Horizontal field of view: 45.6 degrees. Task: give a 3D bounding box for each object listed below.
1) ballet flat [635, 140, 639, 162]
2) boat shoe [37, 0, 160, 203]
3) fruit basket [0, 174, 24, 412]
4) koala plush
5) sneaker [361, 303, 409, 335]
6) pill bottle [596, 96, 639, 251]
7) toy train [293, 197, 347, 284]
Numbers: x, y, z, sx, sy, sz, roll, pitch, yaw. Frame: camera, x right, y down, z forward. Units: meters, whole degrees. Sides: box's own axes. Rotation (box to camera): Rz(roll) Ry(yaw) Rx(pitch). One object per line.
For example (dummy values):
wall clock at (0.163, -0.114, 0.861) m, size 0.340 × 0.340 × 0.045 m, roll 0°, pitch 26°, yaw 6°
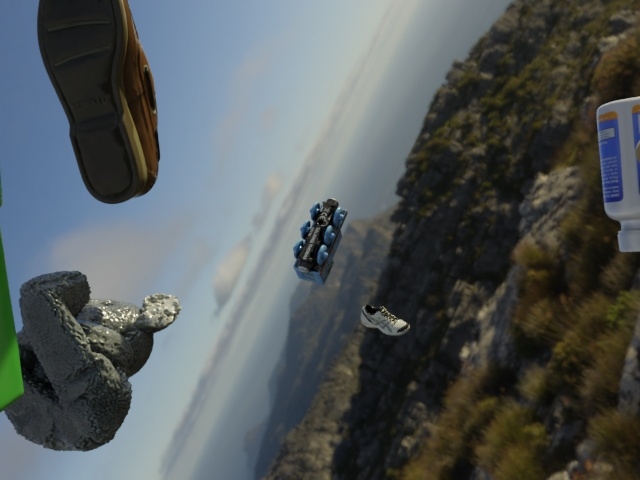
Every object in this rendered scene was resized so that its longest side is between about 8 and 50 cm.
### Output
ballet flat at (0.504, -0.162, 0.949) m, size 0.073 × 0.232 × 0.080 m, roll 68°, pitch 178°, yaw -55°
boat shoe at (-0.267, -0.203, 0.947) m, size 0.104 × 0.111 × 0.307 m, roll -50°, pitch -41°, yaw -70°
fruit basket at (-0.361, -0.003, 0.395) m, size 0.283 × 0.392 × 0.392 m, roll -18°, pitch 23°, yaw 20°
koala plush at (-0.290, 0.146, 0.982) m, size 0.196 × 0.203 × 0.221 m, roll -41°, pitch -3°, yaw 21°
sneaker at (0.101, 0.125, 1.210) m, size 0.032 × 0.083 × 0.036 m, roll -47°, pitch -38°, yaw -50°
pill bottle at (0.591, -0.118, 1.383) m, size 0.152 × 0.152 × 0.271 m, roll 174°, pitch 92°, yaw -87°
toy train at (0.000, 0.000, 1.631) m, size 0.105 × 0.080 × 0.184 m, roll 72°, pitch -144°, yaw -57°
